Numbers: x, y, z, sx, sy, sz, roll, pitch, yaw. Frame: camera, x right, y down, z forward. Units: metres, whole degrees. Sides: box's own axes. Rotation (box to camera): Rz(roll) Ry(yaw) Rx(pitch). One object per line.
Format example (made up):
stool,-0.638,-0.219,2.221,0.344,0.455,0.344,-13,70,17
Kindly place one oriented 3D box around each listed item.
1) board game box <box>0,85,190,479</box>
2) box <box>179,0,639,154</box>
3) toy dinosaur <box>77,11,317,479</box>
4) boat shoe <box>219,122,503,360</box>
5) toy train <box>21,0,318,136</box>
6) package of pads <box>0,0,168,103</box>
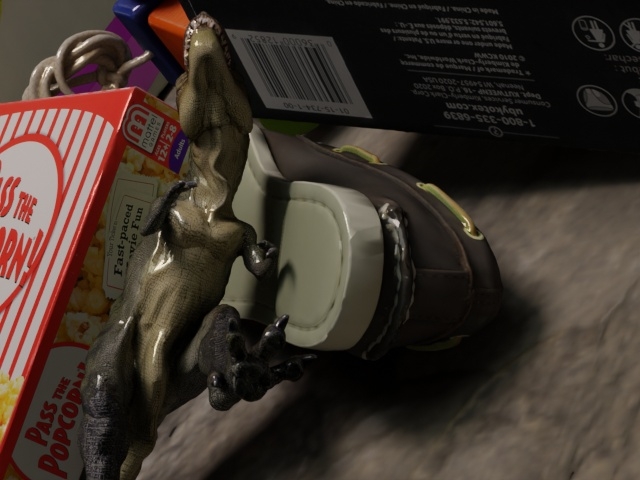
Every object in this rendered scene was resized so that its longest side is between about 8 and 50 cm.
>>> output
board game box,-0.139,0.030,0.879,0.146,0.045,0.194,-2,65,51
box,0.067,-0.139,0.759,0.247,0.163,0.142,8,52,37
toy dinosaur,-0.063,0.054,0.729,0.268,0.064,0.118,-67,23,9
boat shoe,0.000,0.000,0.794,0.228,0.068,0.081,-146,64,-67
toy train,-0.045,-0.091,0.967,0.248,0.105,0.143,-42,40,-4
package of pads,-0.213,-0.107,1.046,0.101,0.229,0.296,-8,41,47
